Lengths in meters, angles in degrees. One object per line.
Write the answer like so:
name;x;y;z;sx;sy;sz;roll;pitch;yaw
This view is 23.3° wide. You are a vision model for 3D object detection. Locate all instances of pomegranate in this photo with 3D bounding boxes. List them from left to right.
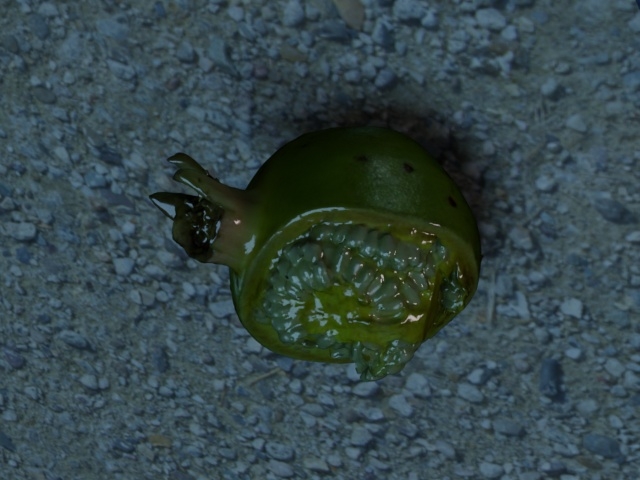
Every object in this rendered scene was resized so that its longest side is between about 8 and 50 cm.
pomegranate;0.000;0.000;1.521;0.340;0.260;0.260;22;139;-21

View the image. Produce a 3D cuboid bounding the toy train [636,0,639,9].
toy train;0.356;-0.242;1.171;0.299;0.131;0.202;-35;73;46
